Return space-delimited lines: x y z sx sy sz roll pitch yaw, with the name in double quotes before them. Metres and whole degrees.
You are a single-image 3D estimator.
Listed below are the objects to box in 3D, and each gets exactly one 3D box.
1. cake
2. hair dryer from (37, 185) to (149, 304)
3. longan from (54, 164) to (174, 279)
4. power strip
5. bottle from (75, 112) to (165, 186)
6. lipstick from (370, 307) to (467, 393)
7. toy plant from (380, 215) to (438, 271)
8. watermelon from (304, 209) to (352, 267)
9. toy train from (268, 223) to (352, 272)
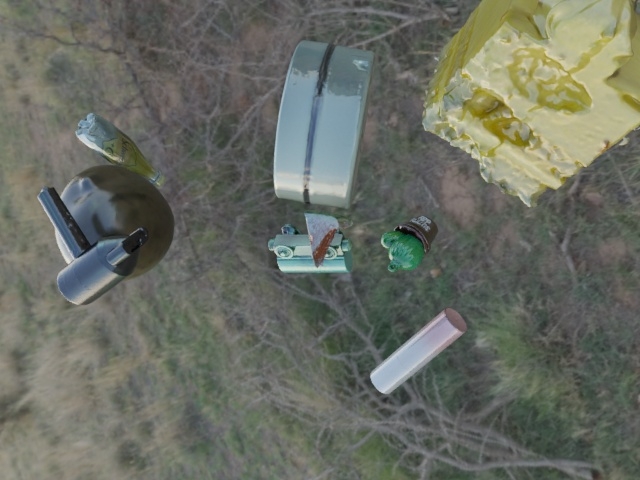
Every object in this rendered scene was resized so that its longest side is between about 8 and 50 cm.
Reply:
"cake" 0.303 -0.232 0.841 0.223 0.227 0.286 30 140 -11
"hair dryer" -0.567 -0.024 1.556 0.244 0.116 0.302 -34 89 26
"longan" -0.596 -0.049 1.862 0.361 0.361 0.360 27 126 46
"power strip" 0.009 -0.230 1.359 0.357 0.162 0.357 10 -90 -86
"bottle" -0.507 -0.226 1.678 0.083 0.270 0.083 -20 52 28
"lipstick" 0.283 0.327 1.890 0.327 0.087 0.087 -47 64 28
"toy plant" 0.243 0.010 1.828 0.143 0.200 0.105 35 151 29
"watermelon" -0.014 -0.020 1.683 0.121 0.098 0.158 37 102 11
"toy train" -0.023 0.036 1.841 0.249 0.101 0.159 1 136 20
